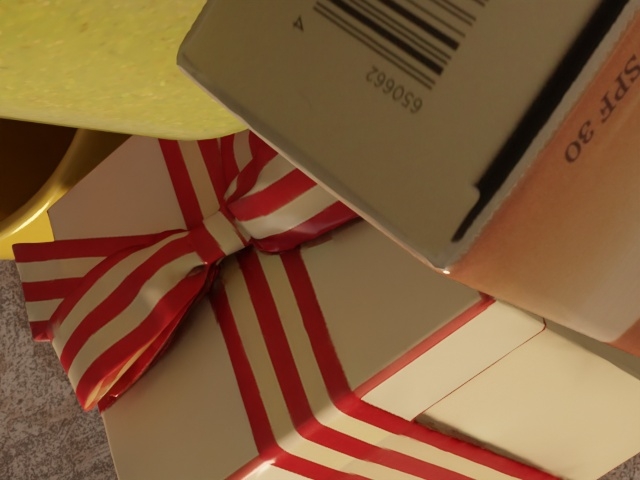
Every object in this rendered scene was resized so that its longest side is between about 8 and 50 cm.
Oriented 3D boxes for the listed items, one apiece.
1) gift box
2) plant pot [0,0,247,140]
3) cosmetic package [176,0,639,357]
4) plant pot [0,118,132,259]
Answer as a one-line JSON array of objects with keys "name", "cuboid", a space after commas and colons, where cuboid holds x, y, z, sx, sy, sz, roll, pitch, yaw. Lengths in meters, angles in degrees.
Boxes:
[{"name": "gift box", "cuboid": [0.002, 0.023, 0.823, 0.258, 0.255, 0.276, 27, -152, -48]}, {"name": "plant pot", "cuboid": [-0.113, -0.144, 0.459, 0.276, 0.276, 0.254, 20, -175, 44]}, {"name": "cosmetic package", "cuboid": [0.121, -0.042, 0.483, 0.296, 0.153, 0.129, 20, -164, -48]}, {"name": "plant pot", "cuboid": [-0.158, -0.110, 1.000, 0.254, 0.254, 0.239, 22, -172, 31]}]
